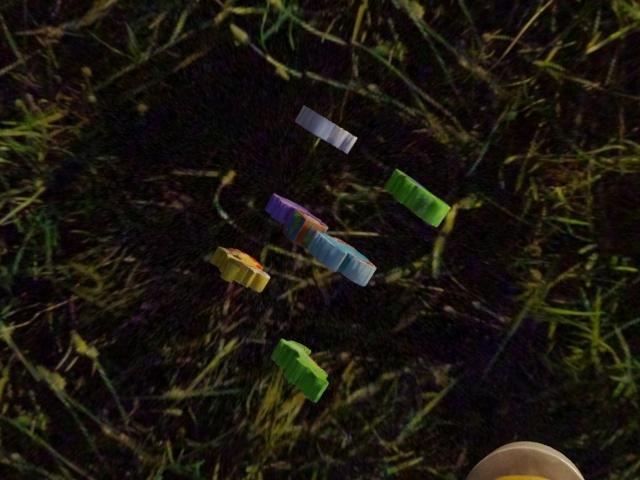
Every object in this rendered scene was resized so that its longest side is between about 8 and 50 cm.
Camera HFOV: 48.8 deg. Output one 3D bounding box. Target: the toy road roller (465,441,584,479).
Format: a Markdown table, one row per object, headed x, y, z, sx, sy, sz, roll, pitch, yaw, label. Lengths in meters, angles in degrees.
| x | y | z | sx | sy | sz | roll | pitch | yaw | label |
| --- | --- | --- | --- | --- | --- | --- | --- | --- | --- |
| 0.126 | 0.351 | 0.635 | 0.240 | 0.202 | 0.329 | -3 | 75 | 17 | toy road roller |

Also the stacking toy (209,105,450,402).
| x | y | z | sx | sy | sz | roll | pitch | yaw | label |
| --- | --- | --- | --- | --- | --- | --- | --- | --- | --- |
| 0.000 | 0.000 | 0.565 | 0.052 | 0.221 | 0.167 | 25 | 102 | -35 | stacking toy |
